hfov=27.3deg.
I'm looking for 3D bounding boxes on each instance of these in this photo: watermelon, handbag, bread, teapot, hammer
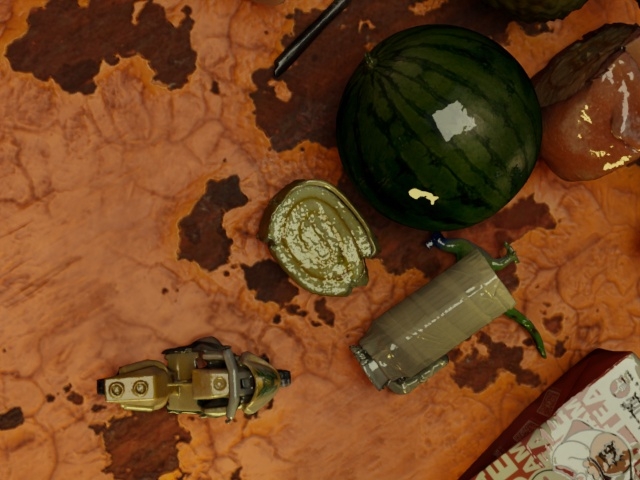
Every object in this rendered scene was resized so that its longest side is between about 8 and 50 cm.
[{"bbox_3d":[0.137,-0.131,1.540,0.242,0.242,0.242,1,87,-12],"label":"watermelon"},{"bbox_3d":[0.297,0.278,1.605,0.298,0.151,0.171,-38,91,-4],"label":"handbag"},{"bbox_3d":[0.000,0.000,1.592,0.117,0.064,0.156,-40,96,-7],"label":"bread"},{"bbox_3d":[0.338,-0.166,1.586,0.190,0.244,0.123,-40,99,4],"label":"bread"},{"bbox_3d":[0.139,0.109,1.598,0.200,0.077,0.107,-35,127,3],"label":"teapot"},{"bbox_3d":[-0.003,-0.271,1.629,0.065,0.021,0.178,43,83,-6],"label":"hammer"}]

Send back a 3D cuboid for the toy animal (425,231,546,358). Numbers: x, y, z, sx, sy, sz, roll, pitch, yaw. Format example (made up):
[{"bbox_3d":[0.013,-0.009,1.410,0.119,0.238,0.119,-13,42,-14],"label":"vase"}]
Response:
[{"bbox_3d":[0.231,0.051,1.646,0.217,0.041,0.075,43,95,-9],"label":"toy animal"}]

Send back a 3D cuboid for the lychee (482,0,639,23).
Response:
[{"bbox_3d":[0.266,-0.394,1.572,0.320,0.270,0.270,33,79,32],"label":"lychee"}]

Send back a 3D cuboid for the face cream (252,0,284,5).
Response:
[{"bbox_3d":[-0.084,-0.360,1.548,0.149,0.149,0.104,29,81,-9],"label":"face cream"}]

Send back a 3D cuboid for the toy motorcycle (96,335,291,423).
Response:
[{"bbox_3d":[-0.142,0.162,1.519,0.229,0.130,0.094,-2,91,-11],"label":"toy motorcycle"}]
